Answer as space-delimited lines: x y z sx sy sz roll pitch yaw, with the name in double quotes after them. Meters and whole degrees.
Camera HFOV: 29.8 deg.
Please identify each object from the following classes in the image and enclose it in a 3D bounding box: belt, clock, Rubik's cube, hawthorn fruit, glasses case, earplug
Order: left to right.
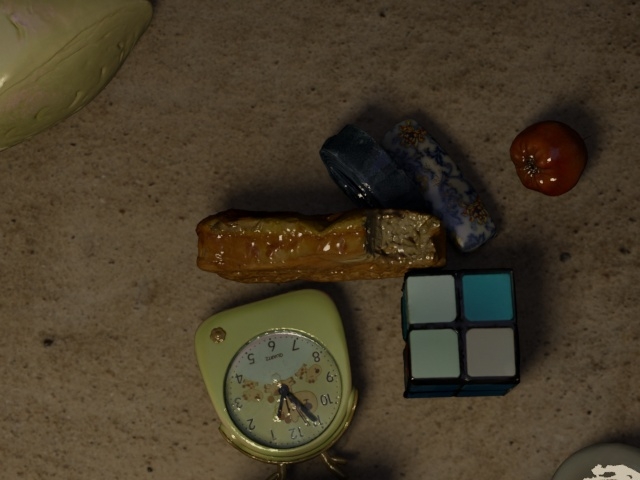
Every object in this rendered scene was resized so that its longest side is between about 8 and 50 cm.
-0.057 0.242 1.875 0.235 0.096 0.308 -15 76 -4 "clock"
0.077 -0.098 1.934 0.082 0.141 0.190 -44 90 -12 "belt"
0.194 -0.090 1.970 0.087 0.065 0.248 -34 77 -10 "glasses case"
0.210 0.146 1.852 0.167 0.183 0.180 -1 74 -1 "Rubik's cube"
0.375 -0.136 1.960 0.125 0.140 0.125 7 110 21 "hawthorn fruit"
0.387 0.437 1.778 0.326 0.175 0.214 -29 79 -6 "earplug"

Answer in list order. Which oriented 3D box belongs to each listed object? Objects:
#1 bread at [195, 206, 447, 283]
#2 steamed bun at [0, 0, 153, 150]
0.000 0.000 1.842 0.381 0.185 0.109 -3 75 21 "bread"
-0.535 -0.351 1.933 0.456 0.290 0.371 -41 80 -9 "steamed bun"
